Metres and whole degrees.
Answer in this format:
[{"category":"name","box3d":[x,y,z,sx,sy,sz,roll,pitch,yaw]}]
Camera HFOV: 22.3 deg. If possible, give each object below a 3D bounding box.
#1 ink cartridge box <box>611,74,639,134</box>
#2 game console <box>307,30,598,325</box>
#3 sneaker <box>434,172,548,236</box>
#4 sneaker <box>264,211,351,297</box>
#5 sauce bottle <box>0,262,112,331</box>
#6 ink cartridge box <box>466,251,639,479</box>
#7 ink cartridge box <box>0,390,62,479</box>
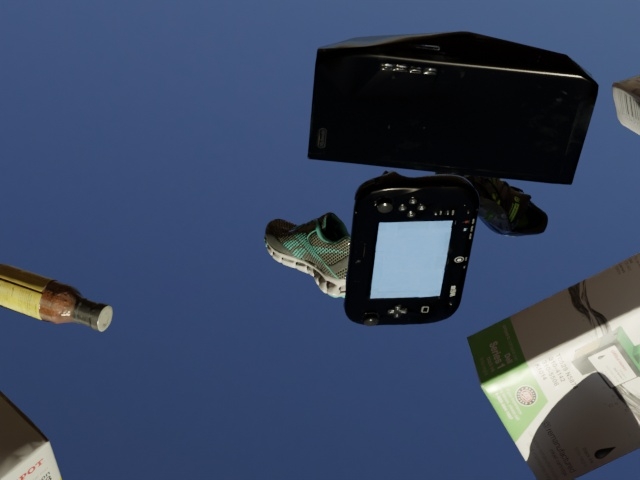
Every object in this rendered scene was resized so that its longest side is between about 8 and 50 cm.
[{"category":"ink cartridge box","box3d":[0.369,-0.117,1.294,0.208,0.045,0.206,-18,-159,-8]},{"category":"game console","box3d":[0.094,-0.036,1.325,0.213,0.361,0.044,6,-127,1]},{"category":"sneaker","box3d":[0.192,-0.050,1.822,0.078,0.067,0.188,9,169,44]},{"category":"sneaker","box3d":[0.000,0.000,1.783,0.065,0.076,0.166,-9,-153,-39]},{"category":"sauce bottle","box3d":[-0.255,0.056,1.509,0.128,0.042,0.042,19,-154,21]},{"category":"ink cartridge box","box3d":[0.281,0.127,1.611,0.160,0.219,0.092,57,-169,-27]},{"category":"ink cartridge box","box3d":[-0.321,0.228,1.493,0.128,0.176,0.127,-39,-121,-24]}]
